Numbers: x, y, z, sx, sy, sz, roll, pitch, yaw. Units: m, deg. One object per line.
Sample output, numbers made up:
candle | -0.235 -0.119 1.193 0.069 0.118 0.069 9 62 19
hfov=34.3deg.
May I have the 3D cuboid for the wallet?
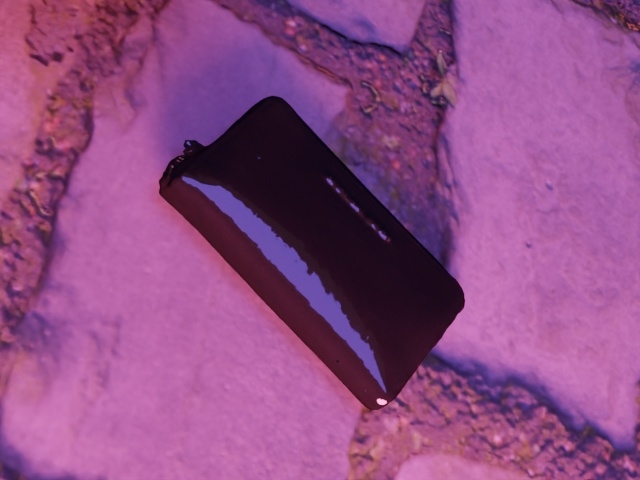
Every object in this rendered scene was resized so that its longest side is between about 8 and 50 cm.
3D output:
wallet | 0.000 0.000 0.802 0.250 0.044 0.149 47 52 -3
